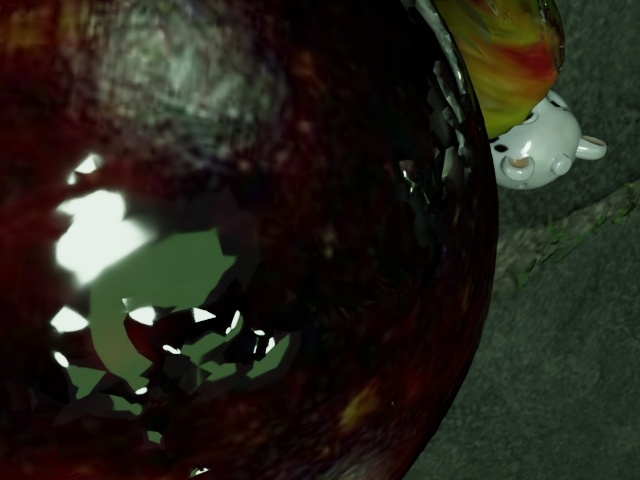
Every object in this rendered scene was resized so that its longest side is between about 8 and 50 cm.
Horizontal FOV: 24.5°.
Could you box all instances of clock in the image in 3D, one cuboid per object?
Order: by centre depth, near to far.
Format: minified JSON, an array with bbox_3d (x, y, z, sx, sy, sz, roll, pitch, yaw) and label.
[{"bbox_3d":[0.091,-0.072,0.969,0.176,0.117,0.080,-12,130,-27],"label":"clock"}]

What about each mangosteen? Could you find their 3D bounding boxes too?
[{"bbox_3d":[-0.089,-0.031,0.689,0.421,0.381,0.381,-49,150,-43],"label":"mangosteen"}]
